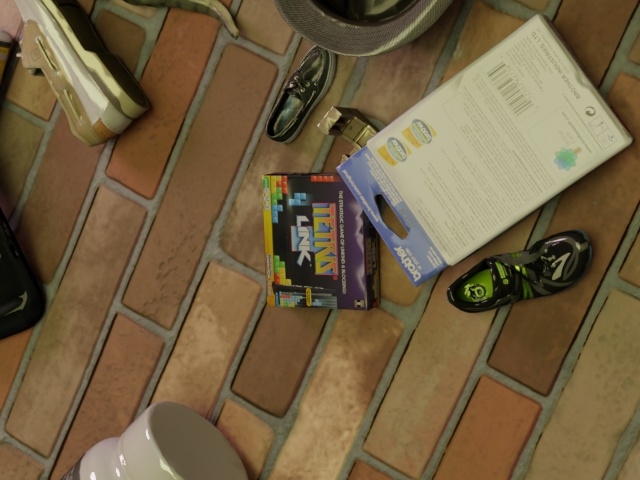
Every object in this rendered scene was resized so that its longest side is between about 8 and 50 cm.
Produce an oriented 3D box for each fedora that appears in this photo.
[{"bbox_3d":[0.078,-0.344,1.801,0.243,0.124,0.275,25,92,20],"label":"fedora"}]

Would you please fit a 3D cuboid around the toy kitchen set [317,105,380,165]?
[{"bbox_3d":[0.038,-0.113,1.850,0.083,0.075,0.068,46,109,17],"label":"toy kitchen set"}]

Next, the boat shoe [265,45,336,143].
[{"bbox_3d":[-0.025,-0.186,1.897,0.049,0.040,0.142,32,104,21],"label":"boat shoe"}]

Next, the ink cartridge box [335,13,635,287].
[{"bbox_3d":[0.192,-0.103,1.770,0.311,0.065,0.186,-36,85,16],"label":"ink cartridge box"}]

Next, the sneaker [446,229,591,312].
[{"bbox_3d":[0.234,0.043,1.760,0.188,0.078,0.067,-23,81,23],"label":"sneaker"}]

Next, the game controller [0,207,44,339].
[{"bbox_3d":[-0.510,-0.004,2.072,0.166,0.067,0.319,-22,102,11],"label":"game controller"}]

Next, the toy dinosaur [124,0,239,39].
[{"bbox_3d":[-0.210,-0.356,1.974,0.268,0.064,0.118,18,105,21],"label":"toy dinosaur"}]

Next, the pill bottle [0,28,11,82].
[{"bbox_3d":[-0.503,-0.215,2.083,0.103,0.103,0.184,19,98,23],"label":"pill bottle"}]

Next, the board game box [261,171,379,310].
[{"bbox_3d":[0.000,0.000,1.874,0.141,0.048,0.170,1,98,26],"label":"board game box"}]

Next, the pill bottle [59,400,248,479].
[{"bbox_3d":[-0.272,0.386,1.929,0.361,0.204,0.204,-46,73,19],"label":"pill bottle"}]

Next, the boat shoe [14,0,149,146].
[{"bbox_3d":[-0.359,-0.263,2.011,0.103,0.113,0.302,-39,76,14],"label":"boat shoe"}]
